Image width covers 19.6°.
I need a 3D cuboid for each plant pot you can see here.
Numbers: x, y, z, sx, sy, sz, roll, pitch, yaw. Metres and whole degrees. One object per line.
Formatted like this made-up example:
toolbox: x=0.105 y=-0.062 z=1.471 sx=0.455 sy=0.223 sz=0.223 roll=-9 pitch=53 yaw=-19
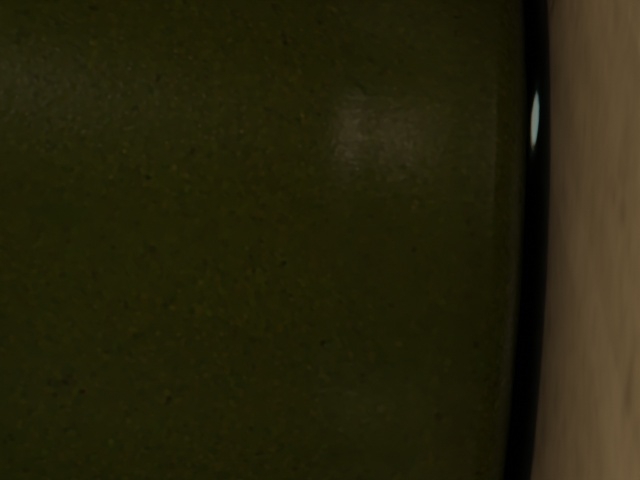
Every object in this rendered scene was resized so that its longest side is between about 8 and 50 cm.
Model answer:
plant pot: x=-0.128 y=0.004 z=0.527 sx=0.366 sy=0.352 sz=0.367 roll=-176 pitch=90 yaw=-89
